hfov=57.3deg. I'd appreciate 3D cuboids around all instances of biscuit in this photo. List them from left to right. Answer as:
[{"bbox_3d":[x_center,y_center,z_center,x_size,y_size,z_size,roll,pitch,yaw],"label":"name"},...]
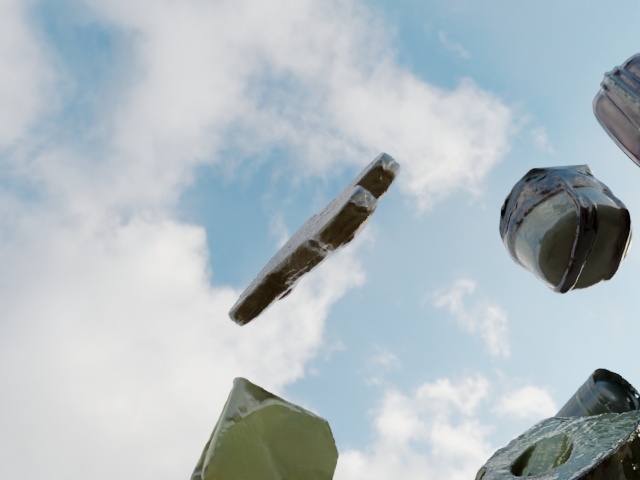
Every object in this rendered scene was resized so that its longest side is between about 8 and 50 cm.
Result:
[{"bbox_3d":[0.000,0.000,1.150,0.076,0.368,0.394,45,-56,-5],"label":"biscuit"}]

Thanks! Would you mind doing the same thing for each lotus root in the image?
[{"bbox_3d":[0.245,0.294,0.596,0.314,0.142,0.210,-31,-76,-36],"label":"lotus root"}]

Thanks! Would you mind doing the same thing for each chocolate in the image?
[{"bbox_3d":[0.562,-0.017,1.297,0.284,0.186,0.283,-4,-69,-9],"label":"chocolate"}]

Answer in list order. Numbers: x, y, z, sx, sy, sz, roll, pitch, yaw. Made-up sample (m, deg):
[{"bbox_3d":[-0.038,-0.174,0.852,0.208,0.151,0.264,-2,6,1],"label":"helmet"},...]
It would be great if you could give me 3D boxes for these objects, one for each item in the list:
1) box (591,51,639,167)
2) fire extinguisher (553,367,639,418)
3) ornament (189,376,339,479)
[{"bbox_3d":[0.525,-0.094,0.727,0.404,0.263,0.108,21,-56,-21],"label":"box"},{"bbox_3d":[0.427,0.351,1.008,0.118,0.093,0.294,14,-56,-12],"label":"fire extinguisher"},{"bbox_3d":[-0.082,0.265,0.773,0.201,0.180,0.059,-8,-23,-43],"label":"ornament"}]
